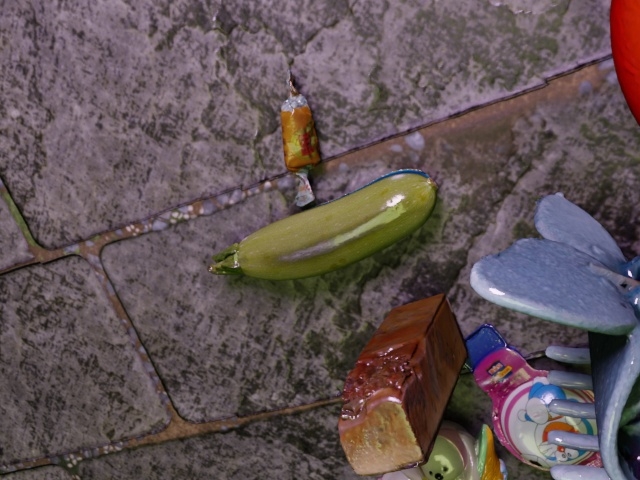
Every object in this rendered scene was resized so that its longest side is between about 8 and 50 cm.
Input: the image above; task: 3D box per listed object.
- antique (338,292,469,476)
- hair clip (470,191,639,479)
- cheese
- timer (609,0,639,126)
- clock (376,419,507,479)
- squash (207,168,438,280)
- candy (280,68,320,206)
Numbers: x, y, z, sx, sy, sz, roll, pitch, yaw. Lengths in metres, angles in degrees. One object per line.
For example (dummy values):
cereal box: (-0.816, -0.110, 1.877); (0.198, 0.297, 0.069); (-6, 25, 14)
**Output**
antique: (0.104, 0.162, 0.917); (0.087, 0.310, 0.093); (-19, 98, 23)
hair clip: (0.353, 0.113, 0.830); (0.392, 0.318, 0.238); (7, 115, 11)
cheese: (0.284, 0.220, 1.034); (0.244, 0.062, 0.155); (48, 119, 5)
timer: (0.439, -0.202, 0.654); (0.378, 0.279, 0.377); (30, 129, 45)
clock: (0.172, 0.339, 1.093); (0.144, 0.103, 0.231); (29, 118, -7)
squash: (0.000, 0.000, 1.011); (0.341, 0.094, 0.094); (-21, 105, 20)
candy: (-0.025, -0.127, 0.985); (0.047, 0.053, 0.182); (-1, 113, 9)
